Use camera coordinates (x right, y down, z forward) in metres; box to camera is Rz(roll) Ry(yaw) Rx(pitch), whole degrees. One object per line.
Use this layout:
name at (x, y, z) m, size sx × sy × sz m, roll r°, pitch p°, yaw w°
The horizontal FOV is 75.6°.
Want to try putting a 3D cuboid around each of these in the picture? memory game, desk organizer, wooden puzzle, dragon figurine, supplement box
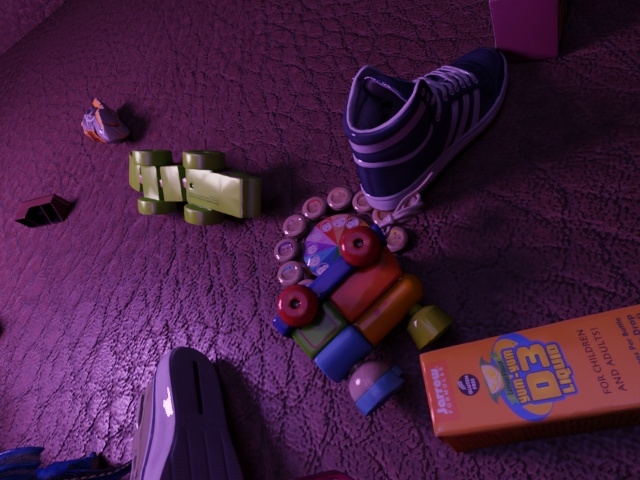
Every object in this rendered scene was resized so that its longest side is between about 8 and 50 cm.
memory game at (0.023, 0.005, 0.545) m, size 0.186 × 0.012 × 0.186 m, roll -10°, pitch 59°, yaw 17°
desk organizer at (-0.646, -0.067, 0.958) m, size 0.130 × 0.047 × 0.050 m, roll -7°, pitch 61°, yaw 26°
wooden puzzle at (0.000, 0.000, 0.575) m, size 0.078 × 0.014 × 0.116 m, roll 3°, pitch 64°, yaw 26°
dragon figurine at (-0.352, 0.303, 0.500) m, size 0.289 × 0.144 × 0.085 m, roll -21°, pitch 57°, yaw 8°
supplement box at (0.209, 0.116, 0.346) m, size 0.233 × 0.080 × 0.078 m, roll -21°, pitch 51°, yaw 21°
supplement box at (0.294, -0.352, 0.560) m, size 0.080 × 0.104 × 0.188 m, roll 9°, pitch 67°, yaw 33°

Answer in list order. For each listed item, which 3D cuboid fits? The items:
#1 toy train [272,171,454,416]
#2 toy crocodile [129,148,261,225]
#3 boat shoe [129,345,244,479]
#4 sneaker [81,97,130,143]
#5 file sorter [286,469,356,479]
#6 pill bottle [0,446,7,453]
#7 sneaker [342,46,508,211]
toy train at (0.084, 0.049, 0.436) m, size 0.248 × 0.105 × 0.143 m, roll -43°, pitch 69°, yaw -4°
toy crocodile at (-0.226, -0.100, 0.711) m, size 0.340 × 0.105 × 0.115 m, roll 11°, pitch 110°, yaw 33°
boat shoe at (-0.152, 0.254, 0.449) m, size 0.094 × 0.109 × 0.302 m, roll -50°, pitch 32°, yaw 15°
sneaker at (-0.526, -0.272, 0.996) m, size 0.083 × 0.084 × 0.215 m, roll -47°, pitch 42°, yaw 1°
file sorter at (-0.020, 0.326, 0.252) m, size 0.182 × 0.202 × 0.291 m, roll 29°, pitch 79°, yaw 29°
pill bottle at (-0.481, 0.391, 0.550) m, size 0.108 × 0.108 × 0.193 m, roll -39°, pitch 50°, yaw 4°
sneaker at (0.137, -0.181, 0.508) m, size 0.099 × 0.153 × 0.282 m, roll 31°, pitch 75°, yaw 38°
